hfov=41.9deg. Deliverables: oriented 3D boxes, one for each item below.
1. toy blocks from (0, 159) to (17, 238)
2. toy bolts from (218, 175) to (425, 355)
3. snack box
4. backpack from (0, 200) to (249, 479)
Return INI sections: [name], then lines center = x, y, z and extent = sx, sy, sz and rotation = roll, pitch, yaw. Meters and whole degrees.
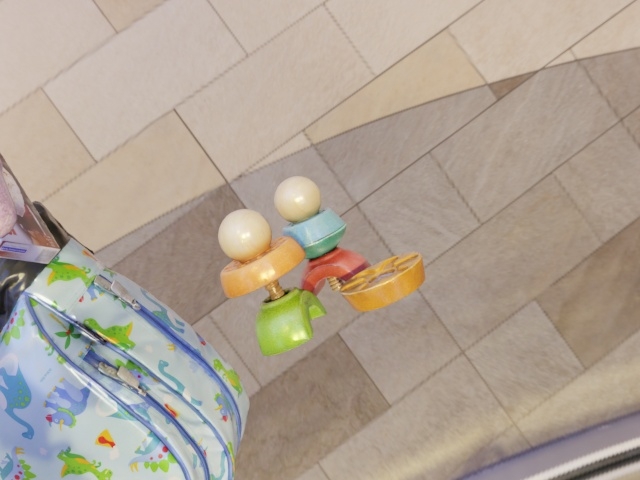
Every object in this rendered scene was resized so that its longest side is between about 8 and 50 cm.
[toy blocks]
center = -0.163, 0.085, 0.219
extent = 0.260, 0.288, 0.309
rotation = 43, 91, 6
[toy bolts]
center = 0.000, 0.000, 0.990
extent = 0.218, 0.228, 0.158
rotation = -23, 100, 14
[snack box]
center = -0.293, -0.052, 0.725
extent = 0.022, 0.064, 0.178
rotation = -46, 65, 16
[backpack]
center = -0.253, 0.181, 0.933
extent = 0.356, 0.273, 0.290
rotation = 34, 112, -25
